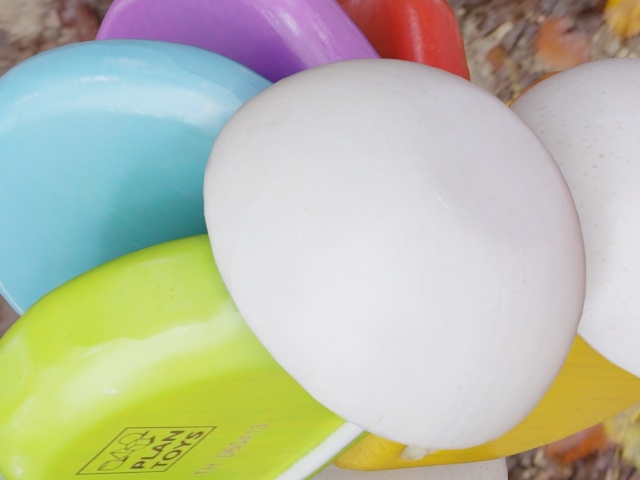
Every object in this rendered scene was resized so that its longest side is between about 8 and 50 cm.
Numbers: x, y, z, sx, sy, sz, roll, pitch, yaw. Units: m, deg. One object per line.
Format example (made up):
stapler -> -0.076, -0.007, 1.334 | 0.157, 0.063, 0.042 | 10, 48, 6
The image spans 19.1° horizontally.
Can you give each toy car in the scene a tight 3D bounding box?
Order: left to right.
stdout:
toy car -> 0.000, 0.000, 0.409 | 0.159, 0.182, 0.136 | -42, 64, 41
